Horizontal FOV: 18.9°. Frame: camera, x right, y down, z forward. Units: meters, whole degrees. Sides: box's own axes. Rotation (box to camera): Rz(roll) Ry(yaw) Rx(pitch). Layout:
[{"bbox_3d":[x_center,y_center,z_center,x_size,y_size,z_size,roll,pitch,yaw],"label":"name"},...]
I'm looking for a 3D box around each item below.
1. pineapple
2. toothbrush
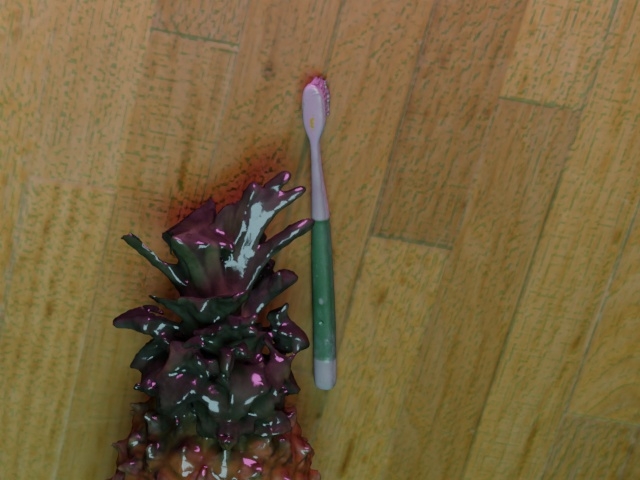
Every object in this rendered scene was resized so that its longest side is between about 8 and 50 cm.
[{"bbox_3d":[-0.070,0.112,1.375,0.169,0.169,0.340,4,118,-7],"label":"pineapple"},{"bbox_3d":[0.000,0.000,1.392,0.018,0.024,0.257,6,121,15],"label":"toothbrush"}]
